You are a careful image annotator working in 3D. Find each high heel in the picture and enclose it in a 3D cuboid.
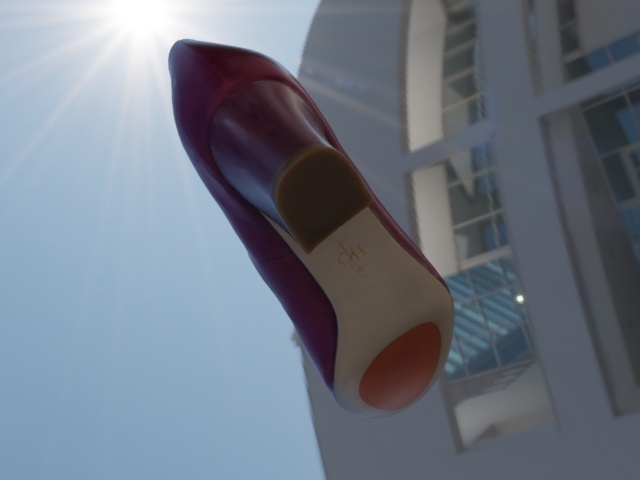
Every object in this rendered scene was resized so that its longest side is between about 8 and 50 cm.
[{"bbox_3d":[0.000,0.000,0.766,0.181,0.127,0.377,48,166,39],"label":"high heel"}]
